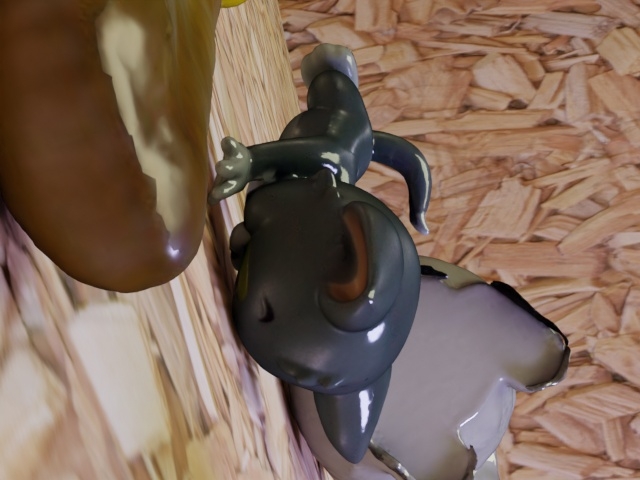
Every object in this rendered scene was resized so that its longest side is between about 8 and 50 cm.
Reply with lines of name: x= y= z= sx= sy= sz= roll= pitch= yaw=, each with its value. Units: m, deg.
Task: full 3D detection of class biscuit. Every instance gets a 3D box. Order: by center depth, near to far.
biscuit: x=-0.080 y=-0.134 z=0.515 sx=0.290 sy=0.062 sz=0.237 roll=-98 pitch=176 yaw=-66

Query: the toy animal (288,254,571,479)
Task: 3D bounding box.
toy animal: x=0.052 y=0.119 z=1.406 sx=0.258 sy=0.194 sz=0.357 roll=54 pitch=-15 yaw=0

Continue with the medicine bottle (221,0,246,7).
medicine bottle: x=-0.073 y=-0.245 z=1.221 sx=0.309 sy=0.076 sz=0.111 roll=-95 pitch=178 yaw=-72

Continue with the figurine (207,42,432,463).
figurine: x=0.005 y=-0.002 z=1.079 sx=0.265 sy=0.140 sz=0.193 roll=-67 pitch=171 yaw=-45
